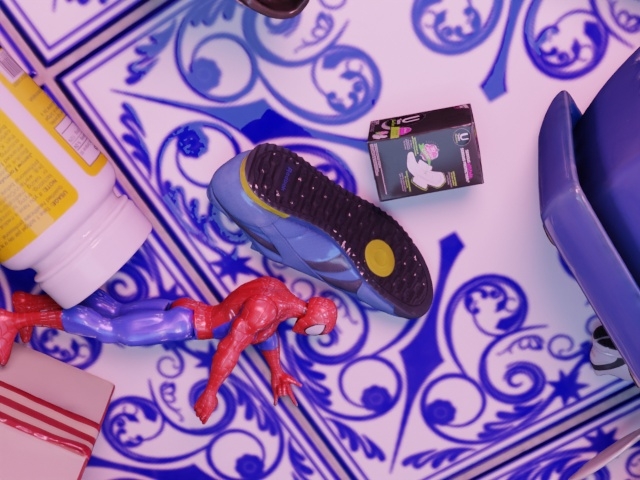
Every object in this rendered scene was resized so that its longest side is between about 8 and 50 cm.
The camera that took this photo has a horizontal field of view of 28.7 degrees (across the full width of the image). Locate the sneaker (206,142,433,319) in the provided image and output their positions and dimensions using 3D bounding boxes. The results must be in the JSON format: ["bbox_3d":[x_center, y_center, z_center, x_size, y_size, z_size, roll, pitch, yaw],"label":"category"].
[{"bbox_3d":[0.000,0.000,1.025,0.209,0.069,0.082,35,144,-19],"label":"sneaker"}]

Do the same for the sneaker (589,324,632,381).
[{"bbox_3d":[0.280,0.099,1.057,0.109,0.040,0.044,9,129,4],"label":"sneaker"}]

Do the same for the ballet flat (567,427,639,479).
[{"bbox_3d":[0.255,0.266,1.095,0.124,0.116,0.342,33,112,12],"label":"ballet flat"}]

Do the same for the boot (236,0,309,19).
[{"bbox_3d":[-0.118,-0.228,0.877,0.246,0.161,0.083,16,112,-3],"label":"boot"}]

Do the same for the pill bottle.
[{"bbox_3d":[-0.238,-0.053,0.982,0.119,0.119,0.208,-37,105,17],"label":"pill bottle"}]

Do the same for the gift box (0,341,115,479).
[{"bbox_3d":[-0.351,0.222,1.031,0.258,0.255,0.276,25,104,-7],"label":"gift box"}]

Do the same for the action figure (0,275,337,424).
[{"bbox_3d":[-0.120,0.101,1.055,0.280,0.091,0.139,-6,106,8],"label":"action figure"}]

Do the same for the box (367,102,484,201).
[{"bbox_3d":[0.083,-0.070,0.982,0.083,0.062,0.052,-9,110,8],"label":"box"}]

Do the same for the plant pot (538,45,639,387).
[{"bbox_3d":[0.285,-0.029,0.900,0.212,0.236,0.236,-27,109,21],"label":"plant pot"}]
